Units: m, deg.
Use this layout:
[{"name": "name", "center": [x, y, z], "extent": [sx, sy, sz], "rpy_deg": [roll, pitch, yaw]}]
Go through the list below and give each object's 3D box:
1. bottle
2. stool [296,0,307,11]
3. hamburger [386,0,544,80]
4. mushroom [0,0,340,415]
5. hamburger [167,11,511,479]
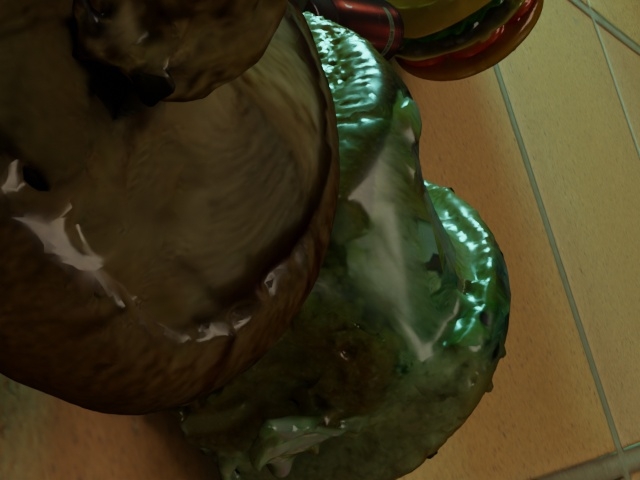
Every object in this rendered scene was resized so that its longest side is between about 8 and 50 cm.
[{"name": "bottle", "center": [0.008, -0.162, 1.031], "extent": [0.164, 0.060, 0.060], "rpy_deg": [-13, 83, -66]}, {"name": "stool", "center": [-0.048, -0.177, 0.878], "extent": [0.096, 0.096, 0.110], "rpy_deg": [51, 35, -36]}, {"name": "hamburger", "center": [0.116, -0.216, 1.181], "extent": [0.115, 0.162, 0.162], "rpy_deg": [50, 30, -40]}, {"name": "mushroom", "center": [-0.084, -0.069, 0.539], "extent": [0.267, 0.254, 0.267], "rpy_deg": [-7, 90, -67]}, {"name": "hamburger", "center": [0.000, 0.000, 0.735], "extent": [0.288, 0.192, 0.168], "rpy_deg": [-81, 152, -48]}]
